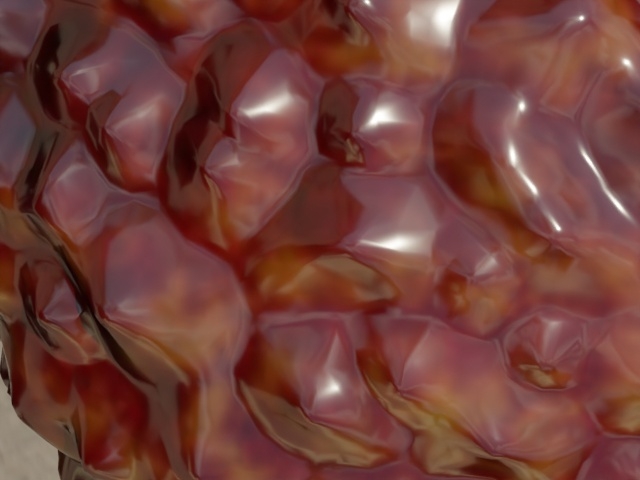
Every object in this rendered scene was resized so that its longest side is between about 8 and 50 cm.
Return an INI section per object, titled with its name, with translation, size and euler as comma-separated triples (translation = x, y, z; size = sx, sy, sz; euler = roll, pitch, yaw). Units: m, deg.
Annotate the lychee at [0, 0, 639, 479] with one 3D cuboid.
[lychee]
translation = 0.061, -0.040, 0.688
size = 0.500, 0.424, 0.424
euler = 40, 96, 2
